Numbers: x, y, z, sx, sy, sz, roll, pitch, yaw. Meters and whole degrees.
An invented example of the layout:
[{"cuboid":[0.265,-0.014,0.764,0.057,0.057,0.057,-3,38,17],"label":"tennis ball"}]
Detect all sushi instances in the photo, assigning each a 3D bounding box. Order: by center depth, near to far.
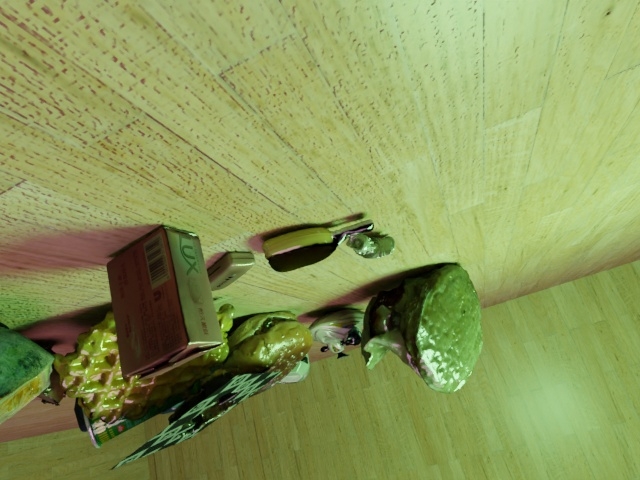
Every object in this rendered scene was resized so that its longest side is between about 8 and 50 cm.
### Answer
[{"cuboid":[-0.243,0.333,0.858,0.294,0.059,0.292,-36,161,2],"label":"sushi"}]

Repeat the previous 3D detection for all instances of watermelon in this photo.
[{"cuboid":[-0.499,0.180,0.572,0.321,0.188,0.175,-33,-173,27],"label":"watermelon"}]

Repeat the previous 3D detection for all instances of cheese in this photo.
[{"cuboid":[0.000,0.001,0.602,0.162,0.036,0.086,-17,157,2],"label":"cheese"}]

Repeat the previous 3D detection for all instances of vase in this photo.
[{"cuboid":[-0.225,0.441,1.444,0.359,0.165,0.165,-8,159,-13],"label":"vase"}]

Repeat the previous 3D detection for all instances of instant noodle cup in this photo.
[{"cuboid":[-0.386,0.301,0.907,0.232,0.207,0.207,-15,162,-28],"label":"instant noodle cup"}]

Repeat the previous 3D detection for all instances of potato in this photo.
[{"cuboid":[-0.537,0.223,0.753,0.171,0.089,0.101,13,141,12],"label":"potato"}]

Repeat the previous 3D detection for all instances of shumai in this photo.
[{"cuboid":[0.243,0.213,1.111,0.292,0.330,0.288,41,152,-24],"label":"shumai"}]

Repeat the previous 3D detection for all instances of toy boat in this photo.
[{"cuboid":[0.059,0.276,1.251,0.140,0.141,0.269,-25,172,23],"label":"toy boat"}]

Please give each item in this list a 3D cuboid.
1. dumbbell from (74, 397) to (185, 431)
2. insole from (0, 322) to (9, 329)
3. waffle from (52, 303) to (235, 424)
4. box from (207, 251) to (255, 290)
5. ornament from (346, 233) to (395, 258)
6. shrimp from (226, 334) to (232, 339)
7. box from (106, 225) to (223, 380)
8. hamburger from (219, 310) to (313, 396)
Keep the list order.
[{"cuboid":[-0.578,0.486,1.297,0.324,0.160,0.144,10,116,-50],"label":"dumbbell"},{"cuboid":[-0.489,0.125,0.607,0.045,0.002,0.135,-5,158,-28],"label":"insole"},{"cuboid":[-0.302,0.209,0.753,0.300,0.058,0.282,-15,132,-33],"label":"waffle"},{"cuboid":[-0.147,0.051,0.640,0.048,0.025,0.115,5,152,-42],"label":"box"},{"cuboid":[0.087,0.010,0.688,0.068,0.041,0.092,1,178,20],"label":"ornament"},{"cuboid":[-0.328,0.305,1.138,0.254,0.059,0.145,-30,167,21],"label":"shrimp"},{"cuboid":[-0.184,0.073,0.482,0.111,0.156,0.060,-27,156,21],"label":"box"},{"cuboid":[-0.156,0.293,1.060,0.286,0.146,0.243,-32,151,-8],"label":"hamburger"}]
